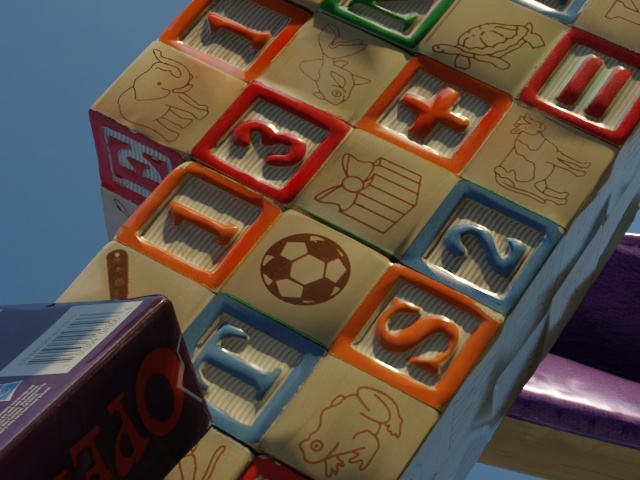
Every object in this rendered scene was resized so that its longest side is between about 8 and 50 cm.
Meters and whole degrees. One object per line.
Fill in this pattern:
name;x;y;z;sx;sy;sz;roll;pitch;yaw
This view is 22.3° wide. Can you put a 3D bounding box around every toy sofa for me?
toy sofa;0.102;0.062;1.015;0.362;0.150;0.177;14;-80;6

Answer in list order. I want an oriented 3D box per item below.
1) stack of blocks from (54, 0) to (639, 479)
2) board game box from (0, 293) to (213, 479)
stack of blocks;0.000;0.000;0.592;0.297;0.171;0.087;-52;-22;-31
board game box;-0.196;0.116;0.353;0.347;0.208;0.056;-45;-53;-50
